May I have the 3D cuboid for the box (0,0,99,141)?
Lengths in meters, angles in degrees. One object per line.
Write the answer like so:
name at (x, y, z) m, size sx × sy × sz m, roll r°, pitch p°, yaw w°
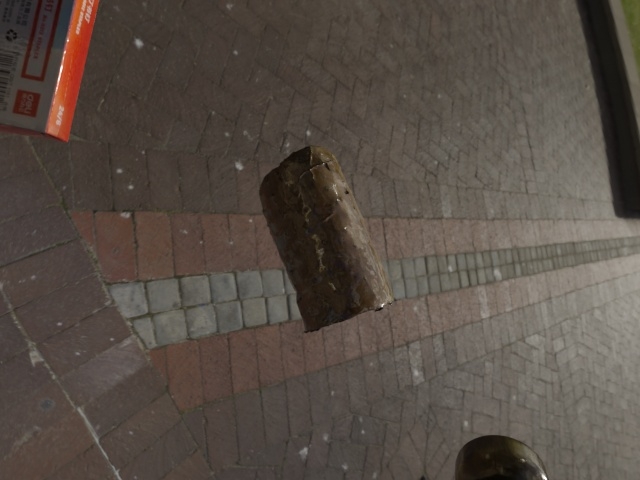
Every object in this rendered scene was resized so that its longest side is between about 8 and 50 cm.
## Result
box at (-0.383, -0.256, 0.540) m, size 0.123 × 0.050 × 0.229 m, roll 11°, pitch 88°, yaw 3°

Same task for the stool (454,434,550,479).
stool at (0.326, 0.501, 0.704) m, size 0.264 × 0.179 × 0.179 m, roll -28°, pitch 101°, yaw -68°

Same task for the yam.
yam at (0.001, -0.001, 0.558) m, size 0.238 × 0.128 × 0.129 m, roll 68°, pitch 15°, yaw 12°
